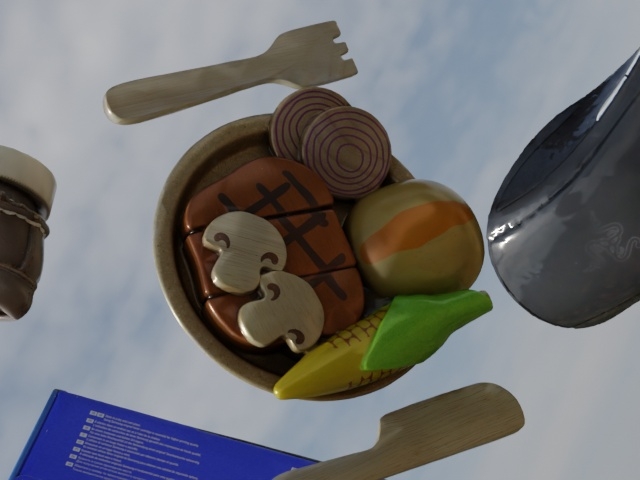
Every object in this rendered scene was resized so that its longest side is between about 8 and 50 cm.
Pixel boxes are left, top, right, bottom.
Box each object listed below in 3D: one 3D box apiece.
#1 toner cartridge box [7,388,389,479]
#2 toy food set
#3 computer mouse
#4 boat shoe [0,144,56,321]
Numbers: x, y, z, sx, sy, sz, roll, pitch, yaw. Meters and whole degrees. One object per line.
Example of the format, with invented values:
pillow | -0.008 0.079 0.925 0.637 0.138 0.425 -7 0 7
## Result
toner cartridge box | -0.049 0.226 1.224 0.075 0.348 0.165 88 -159 -52
toy food set | 0.000 0.000 0.711 0.132 0.192 0.038 -18 -17 -26
computer mouse | 0.164 -0.091 0.832 0.262 0.184 0.060 -41 15 -6
boat shoe | -0.326 -0.006 1.096 0.116 0.324 0.097 88 -174 -66
